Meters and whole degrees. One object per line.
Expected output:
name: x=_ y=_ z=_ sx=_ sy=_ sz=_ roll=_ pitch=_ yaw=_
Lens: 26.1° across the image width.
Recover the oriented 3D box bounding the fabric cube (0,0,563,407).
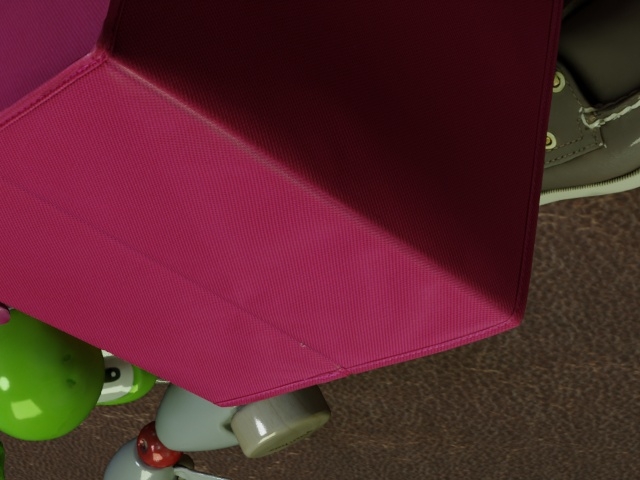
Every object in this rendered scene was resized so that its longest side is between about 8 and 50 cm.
fabric cube: x=-0.055 y=-0.088 z=0.741 sx=0.258 sy=0.254 sz=0.259 roll=30 pitch=147 yaw=-31

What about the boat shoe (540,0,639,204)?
boat shoe: x=0.133 y=-0.088 z=0.825 sx=0.096 sy=0.116 sz=0.324 roll=22 pitch=155 yaw=-26

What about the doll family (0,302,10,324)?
doll family: x=-0.210 y=-0.077 z=0.879 sx=0.118 sy=0.163 sz=0.263 roll=-11 pitch=137 yaw=10

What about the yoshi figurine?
yoshi figurine: x=-0.325 y=0.124 z=1.174 sx=0.362 sy=0.203 sz=0.203 roll=-13 pitch=124 yaw=5

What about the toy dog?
toy dog: x=-0.079 y=0.147 z=1.279 sx=0.161 sy=0.220 sz=0.333 roll=-9 pitch=175 yaw=-37
